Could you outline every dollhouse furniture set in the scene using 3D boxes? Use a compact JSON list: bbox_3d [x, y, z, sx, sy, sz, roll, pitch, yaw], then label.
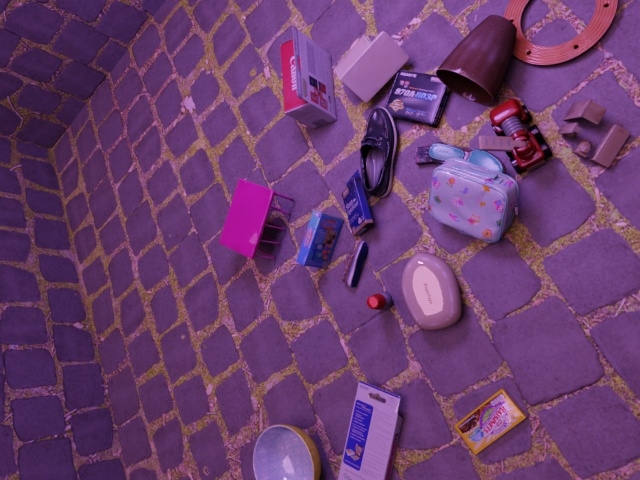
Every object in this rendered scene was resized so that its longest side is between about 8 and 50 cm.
[{"bbox_3d":[0.808,-0.318,1.460,0.151,0.123,0.144,28,101,-1],"label":"dollhouse furniture set"}]

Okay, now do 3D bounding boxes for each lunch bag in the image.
[{"bbox_3d":[0.487,-0.134,1.548,0.279,0.108,0.224,28,136,34],"label":"lunch bag"}]

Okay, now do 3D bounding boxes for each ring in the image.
[{"bbox_3d":[0.758,-0.722,1.556,0.336,0.032,0.337,-6,80,35],"label":"ring"}]

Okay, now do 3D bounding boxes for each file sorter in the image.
[{"bbox_3d":[-0.262,-0.085,2.080,0.202,0.182,0.291,22,97,34],"label":"file sorter"}]

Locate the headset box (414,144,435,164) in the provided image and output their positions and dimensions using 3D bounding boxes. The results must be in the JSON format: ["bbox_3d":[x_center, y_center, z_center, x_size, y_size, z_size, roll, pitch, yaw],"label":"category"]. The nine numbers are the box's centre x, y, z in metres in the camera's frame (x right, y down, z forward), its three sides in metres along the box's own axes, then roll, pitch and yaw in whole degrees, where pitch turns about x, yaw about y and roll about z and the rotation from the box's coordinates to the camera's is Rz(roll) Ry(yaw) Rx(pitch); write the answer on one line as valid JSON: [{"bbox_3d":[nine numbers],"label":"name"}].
[{"bbox_3d":[0.378,-0.307,1.756,0.083,0.032,0.062,0,83,34],"label":"headset box"}]

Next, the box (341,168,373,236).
[{"bbox_3d":[0.134,-0.144,1.859,0.136,0.036,0.225,130,131,-62],"label":"box"}]

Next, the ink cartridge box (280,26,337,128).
[{"bbox_3d":[-0.068,-0.655,1.978,0.130,0.271,0.310,-12,75,33],"label":"ink cartridge box"}]

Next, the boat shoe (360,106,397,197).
[{"bbox_3d":[0.200,-0.332,1.812,0.127,0.113,0.340,8,96,39],"label":"boat shoe"}]

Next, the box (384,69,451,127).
[{"bbox_3d":[0.358,-0.524,1.793,0.220,0.051,0.175,25,98,36],"label":"box"}]

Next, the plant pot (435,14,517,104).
[{"bbox_3d":[0.533,-0.603,1.592,0.215,0.215,0.230,36,99,33],"label":"plant pot"}]

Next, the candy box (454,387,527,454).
[{"bbox_3d":[0.528,0.565,1.518,0.206,0.027,0.105,-48,63,20],"label":"candy box"}]

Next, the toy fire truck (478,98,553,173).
[{"bbox_3d":[0.574,-0.328,1.490,0.158,0.246,0.217,-29,67,28],"label":"toy fire truck"}]

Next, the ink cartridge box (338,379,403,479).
[{"bbox_3d":[0.182,0.699,1.718,0.175,0.069,0.371,12,92,36],"label":"ink cartridge box"}]

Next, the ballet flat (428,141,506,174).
[{"bbox_3d":[0.497,-0.265,1.626,0.280,0.096,0.095,31,100,35],"label":"ballet flat"}]

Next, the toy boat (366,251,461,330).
[{"bbox_3d":[0.318,0.183,1.671,0.318,0.148,0.268,-15,79,25],"label":"toy boat"}]

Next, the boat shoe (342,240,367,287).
[{"bbox_3d":[0.123,0.083,1.854,0.066,0.066,0.183,21,95,37],"label":"boat shoe"}]

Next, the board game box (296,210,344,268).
[{"bbox_3d":[0.000,0.000,1.896,0.047,0.160,0.210,23,95,36],"label":"board game box"}]

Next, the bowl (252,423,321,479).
[{"bbox_3d":[-0.098,0.834,1.836,0.289,0.156,0.290,-7,78,34],"label":"bowl"}]

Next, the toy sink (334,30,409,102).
[{"bbox_3d":[0.192,-0.677,1.852,0.234,0.152,0.131,-44,34,24],"label":"toy sink"}]
